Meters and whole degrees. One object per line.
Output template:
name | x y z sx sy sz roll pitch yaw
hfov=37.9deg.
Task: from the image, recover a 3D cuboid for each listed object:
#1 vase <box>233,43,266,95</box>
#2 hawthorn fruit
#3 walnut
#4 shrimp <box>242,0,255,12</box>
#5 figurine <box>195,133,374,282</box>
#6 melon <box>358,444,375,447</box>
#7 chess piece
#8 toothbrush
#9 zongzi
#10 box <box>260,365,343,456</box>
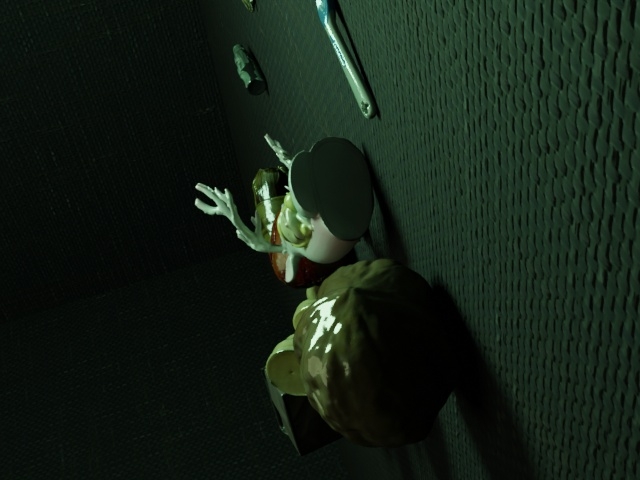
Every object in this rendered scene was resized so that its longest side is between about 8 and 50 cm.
vase | -0.202 -0.480 2.570 0.060 0.060 0.211 81 169 -46
hawthorn fruit | -0.036 -0.011 2.006 0.181 0.181 0.235 108 146 -77
walnut | 0.079 0.163 1.351 0.227 0.273 0.273 14 127 44
shrimp | -0.177 -0.626 2.187 0.148 0.035 0.195 -130 26 -65
figurine | -0.044 -0.076 1.665 0.284 0.206 0.315 52 149 6
melon | 0.081 0.258 1.722 0.182 0.182 0.287 -119 13 -56
chess piece | -0.004 0.169 2.003 0.397 0.117 0.117 -63 -36 -57
toothbrush | 0.014 -0.356 1.439 0.040 0.040 0.386 99 150 -73
zongzi | -0.104 -0.048 2.626 0.288 0.134 0.286 72 -175 -77
box | 0.021 0.333 2.082 0.153 0.252 0.188 -135 27 -63
